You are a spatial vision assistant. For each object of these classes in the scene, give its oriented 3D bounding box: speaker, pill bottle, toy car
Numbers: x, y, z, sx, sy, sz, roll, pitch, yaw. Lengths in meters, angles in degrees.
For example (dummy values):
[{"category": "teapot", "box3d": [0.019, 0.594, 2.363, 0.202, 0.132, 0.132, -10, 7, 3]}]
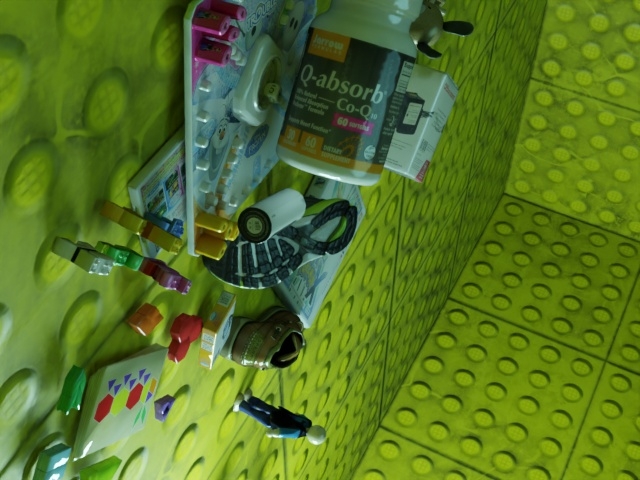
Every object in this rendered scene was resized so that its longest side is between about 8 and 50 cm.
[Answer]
[{"category": "speaker", "box3d": [-0.070, -0.038, 1.335, 0.136, 0.055, 0.055, -37, 145, -66]}, {"category": "pill bottle", "box3d": [0.045, -0.230, 1.299, 0.162, 0.162, 0.278, -14, 122, -69]}, {"category": "toy car", "box3d": [0.159, -0.382, 1.540, 0.155, 0.188, 0.149, -40, 154, -16]}]

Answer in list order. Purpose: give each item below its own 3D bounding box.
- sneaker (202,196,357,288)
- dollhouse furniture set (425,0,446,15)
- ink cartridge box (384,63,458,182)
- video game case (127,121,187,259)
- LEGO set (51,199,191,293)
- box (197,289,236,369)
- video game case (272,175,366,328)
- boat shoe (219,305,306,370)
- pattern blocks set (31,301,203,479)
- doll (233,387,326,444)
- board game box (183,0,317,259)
[{"category": "sneaker", "box3d": [-0.078, -0.003, 1.483, 0.300, 0.121, 0.111, -17, 114, -43]}, {"category": "dollhouse furniture set", "box3d": [0.196, -0.548, 1.689, 0.242, 0.161, 0.212, -141, -107, -85]}, {"category": "ink cartridge box", "box3d": [0.215, -0.265, 2.061, 0.237, 0.100, 0.172, -68, 163, 3]}, {"category": "video game case", "box3d": [-0.194, -0.072, 1.207, 0.157, 0.019, 0.143, -55, 158, -35]}, {"category": "LEGO set", "box3d": [-0.206, 0.011, 1.101, 0.087, 0.093, 0.227, -63, 158, 3]}, {"category": "box", "box3d": [-0.170, 0.151, 1.486, 0.136, 0.028, 0.081, 109, 5, -51]}, {"category": "video game case", "box3d": [0.000, 0.000, 1.843, 0.300, 0.036, 0.329, -64, 162, -15]}, {"category": "boat shoe", "box3d": [-0.084, 0.198, 1.709, 0.307, 0.104, 0.111, -7, 118, -71]}, {"category": "pattern blocks set", "box3d": [-0.281, 0.222, 1.282, 0.285, 0.026, 0.325, -69, 163, 1]}, {"category": "doll", "box3d": [-0.077, 0.351, 1.773, 0.129, 0.189, 0.046, -20, 130, -68]}, {"category": "board game box", "box3d": [-0.074, -0.223, 1.294, 0.390, 0.050, 0.390, -55, 159, -45]}]
